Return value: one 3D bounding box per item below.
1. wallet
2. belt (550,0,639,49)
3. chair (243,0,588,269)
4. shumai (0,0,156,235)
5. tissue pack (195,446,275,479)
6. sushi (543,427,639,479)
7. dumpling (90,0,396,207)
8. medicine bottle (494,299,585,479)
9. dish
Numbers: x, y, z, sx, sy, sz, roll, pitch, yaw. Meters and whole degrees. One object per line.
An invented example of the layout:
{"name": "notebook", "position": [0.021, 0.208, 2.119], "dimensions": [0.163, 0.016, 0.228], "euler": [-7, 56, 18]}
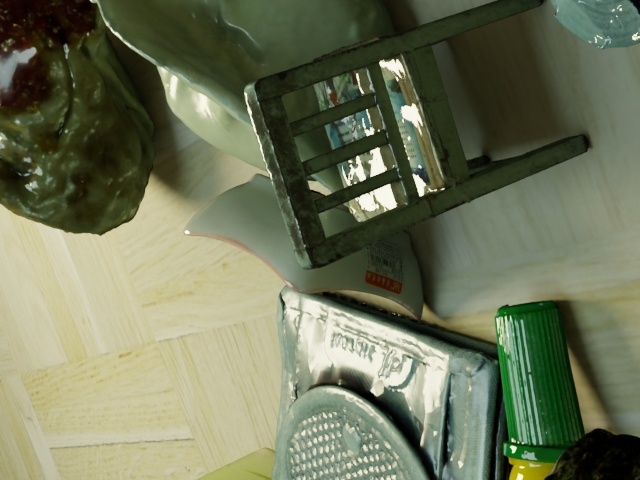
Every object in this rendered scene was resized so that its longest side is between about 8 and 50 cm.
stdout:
{"name": "wallet", "position": [0.051, 0.186, 1.288], "dimensions": [0.342, 0.075, 0.237], "euler": [16, 105, 53]}
{"name": "belt", "position": [0.199, -0.213, 0.833], "dimensions": [0.151, 0.078, 0.198], "euler": [46, 145, 30]}
{"name": "chair", "position": [0.044, -0.079, 0.980], "dimensions": [0.147, 0.270, 0.136], "euler": [-7, 104, 58]}
{"name": "shumai", "position": [-0.288, -0.199, 1.546], "dimensions": [0.330, 0.292, 0.288], "euler": [48, 109, 18]}
{"name": "tissue pack", "position": [-0.049, 0.335, 1.512], "dimensions": [0.234, 0.159, 0.125], "euler": [14, 121, 55]}
{"name": "sushi", "position": [0.250, 0.237, 0.958], "dimensions": [0.127, 0.124, 0.225], "euler": [14, 147, 50]}
{"name": "dumpling", "position": [-0.054, -0.183, 1.153], "dimensions": [0.320, 0.212, 0.270], "euler": [24, 166, 40]}
{"name": "medicine bottle", "position": [0.188, 0.202, 1.078], "dimensions": [0.111, 0.076, 0.309], "euler": [143, 118, -84]}
{"name": "dish", "position": [0.000, 0.000, 1.198], "dimensions": [0.151, 0.212, 0.077], "euler": [25, 94, 35]}
